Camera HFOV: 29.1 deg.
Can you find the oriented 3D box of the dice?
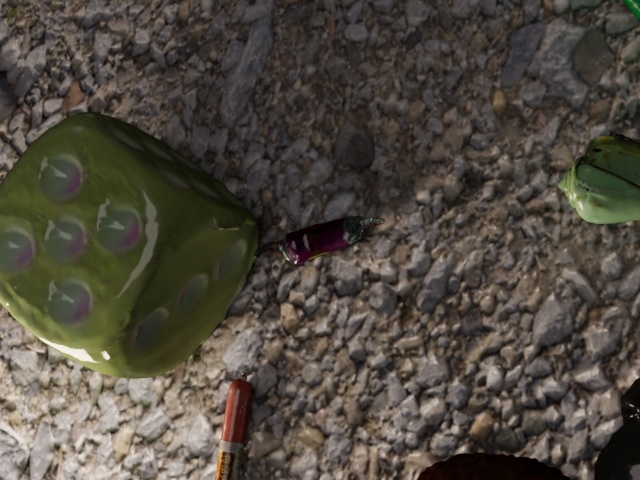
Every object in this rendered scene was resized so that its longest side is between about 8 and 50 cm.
[{"bbox_3d":[-0.245,0.010,1.535,0.254,0.252,0.250,38,100,22],"label":"dice"}]

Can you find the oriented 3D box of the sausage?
[{"bbox_3d":[-0.116,0.293,1.558,0.034,0.034,0.253,5,86,25],"label":"sausage"}]

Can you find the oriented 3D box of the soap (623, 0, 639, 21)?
[{"bbox_3d":[0.417,-0.283,1.358,0.218,0.098,0.273,-39,67,22],"label":"soap"}]

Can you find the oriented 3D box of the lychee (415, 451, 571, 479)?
[{"bbox_3d":[0.188,0.342,1.287,0.260,0.260,0.261,-3,82,24],"label":"lychee"}]

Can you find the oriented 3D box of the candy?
[{"bbox_3d":[0.000,0.000,1.537,0.175,0.045,0.043,-16,92,23],"label":"candy"}]

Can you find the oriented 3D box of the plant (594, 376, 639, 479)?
[{"bbox_3d":[0.390,0.190,1.275,0.142,0.164,0.256,34,86,24],"label":"plant"}]

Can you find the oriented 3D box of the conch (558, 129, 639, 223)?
[{"bbox_3d":[0.352,-0.068,1.375,0.170,0.079,0.106,4,91,9],"label":"conch"}]
